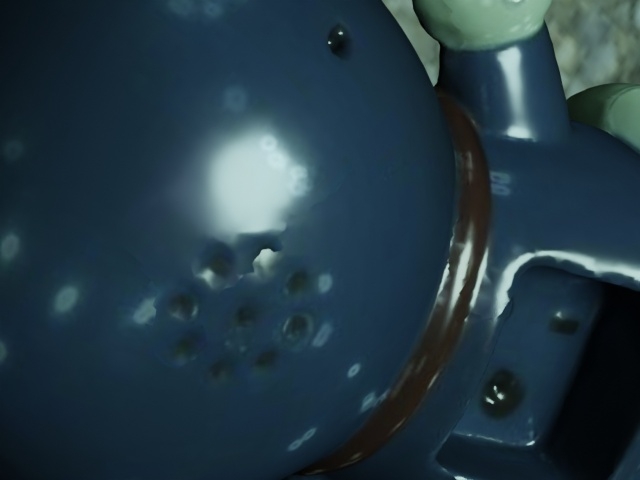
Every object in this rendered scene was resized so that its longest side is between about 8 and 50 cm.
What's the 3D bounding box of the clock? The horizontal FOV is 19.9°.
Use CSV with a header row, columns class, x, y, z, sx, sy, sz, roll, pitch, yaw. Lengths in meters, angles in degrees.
class,x,y,z,sx,sy,sz,roll,pitch,yaw
clock,0.000,0.000,0.481,0.243,0.146,0.199,15,109,-29
